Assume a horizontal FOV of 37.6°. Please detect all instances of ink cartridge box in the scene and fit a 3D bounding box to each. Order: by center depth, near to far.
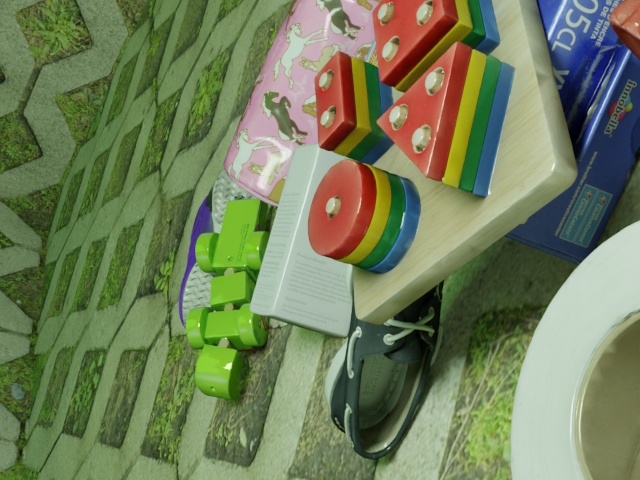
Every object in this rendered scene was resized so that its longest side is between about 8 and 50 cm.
[{"bbox_3d":[0.188,-0.154,0.911,0.270,0.151,0.395,-67,26,9],"label":"ink cartridge box"}]

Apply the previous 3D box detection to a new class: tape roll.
[{"bbox_3d":[0.256,0.123,0.626,0.286,0.100,0.286,-45,35,45],"label":"tape roll"}]

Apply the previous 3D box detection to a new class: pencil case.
[{"bbox_3d":[0.007,-0.233,1.314,0.386,0.167,0.160,-66,21,12],"label":"pencil case"}]

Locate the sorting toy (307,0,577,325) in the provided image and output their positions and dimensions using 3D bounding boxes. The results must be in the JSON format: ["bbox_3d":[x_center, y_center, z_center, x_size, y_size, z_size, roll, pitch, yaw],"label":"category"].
[{"bbox_3d":[0.077,-0.099,0.814,0.257,0.089,0.255,-42,40,44],"label":"sorting toy"}]

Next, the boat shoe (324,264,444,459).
[{"bbox_3d":[0.079,0.098,0.973,0.091,0.114,0.302,-117,28,-49],"label":"boat shoe"}]

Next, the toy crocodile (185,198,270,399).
[{"bbox_3d":[-0.132,0.081,1.474,0.115,0.105,0.340,-6,58,17],"label":"toy crocodile"}]

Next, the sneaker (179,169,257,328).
[{"bbox_3d":[-0.182,0.031,1.619,0.146,0.102,0.293,-32,41,60],"label":"sneaker"}]

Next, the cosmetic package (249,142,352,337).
[{"bbox_3d":[0.000,0.000,1.226,0.085,0.117,0.231,0,72,63],"label":"cosmetic package"}]

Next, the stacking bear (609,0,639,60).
[{"bbox_3d":[0.350,-0.196,0.595,0.289,0.175,0.164,-51,-13,15],"label":"stacking bear"}]
